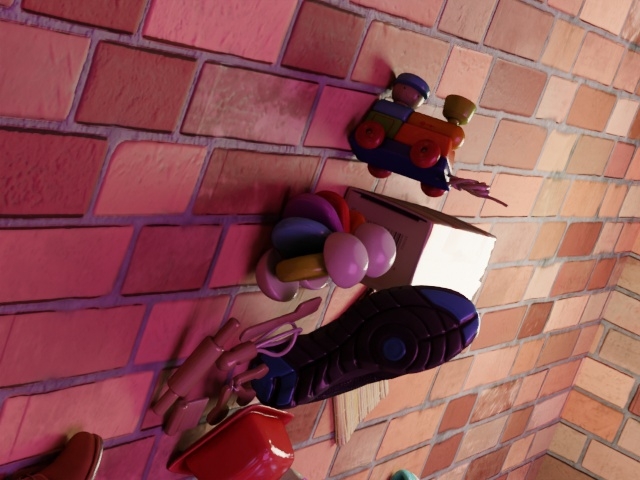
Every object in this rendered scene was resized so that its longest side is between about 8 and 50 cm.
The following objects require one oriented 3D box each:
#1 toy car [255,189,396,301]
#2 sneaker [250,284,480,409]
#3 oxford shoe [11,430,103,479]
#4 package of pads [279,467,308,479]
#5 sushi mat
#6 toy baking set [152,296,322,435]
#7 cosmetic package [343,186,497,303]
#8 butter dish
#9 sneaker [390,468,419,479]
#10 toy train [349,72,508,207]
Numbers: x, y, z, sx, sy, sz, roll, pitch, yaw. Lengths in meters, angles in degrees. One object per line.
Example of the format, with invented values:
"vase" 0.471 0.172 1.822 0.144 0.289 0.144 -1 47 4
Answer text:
"toy car" 0.000 0.000 1.754 0.182 0.159 0.136 -18 94 -56
"sneaker" 0.069 0.145 1.863 0.140 0.341 0.125 4 70 -71
"oxford shoe" -0.320 0.287 1.472 0.076 0.076 0.212 50 48 -19
"package of pads" 0.038 0.519 2.088 0.101 0.297 0.229 -44 149 -21
"sushi mat" 0.068 0.208 2.188 0.151 0.019 0.316 -47 150 -33
"toy baking set" -0.112 0.158 1.724 0.256 0.030 0.197 -51 154 13
"cosmetic package" 0.142 0.014 1.999 0.296 0.153 0.129 10 102 -65
"butter dish" -0.101 0.314 1.806 0.160 0.118 0.160 -38 155 9
"sneaker" 0.111 0.566 2.538 0.275 0.107 0.110 -54 134 -31
"toy train" 0.179 -0.140 1.820 0.143 0.248 0.105 -61 155 -18
